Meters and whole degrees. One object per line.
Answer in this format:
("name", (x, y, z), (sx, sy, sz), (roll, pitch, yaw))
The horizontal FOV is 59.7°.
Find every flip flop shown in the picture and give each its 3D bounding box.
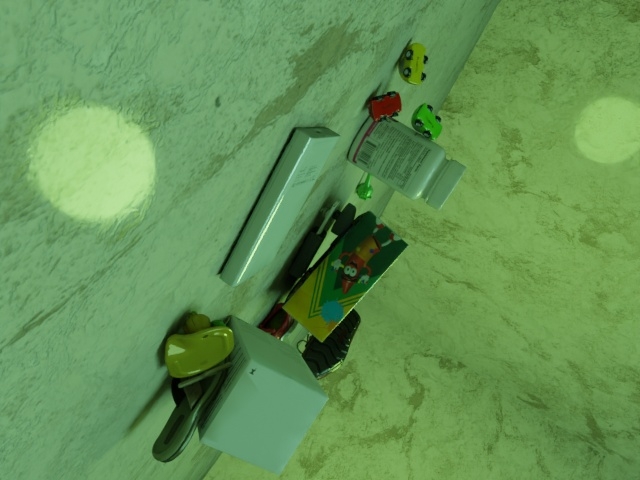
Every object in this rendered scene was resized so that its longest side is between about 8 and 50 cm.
("flip flop", (-0.272, 0.306, 1.135), (0.112, 0.080, 0.277), (-16, -140, 53))

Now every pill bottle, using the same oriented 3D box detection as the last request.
("pill bottle", (0.230, -0.209, 1.482), (0.160, 0.283, 0.160), (-56, 172, -11))

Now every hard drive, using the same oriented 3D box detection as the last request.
("hard drive", (-0.073, -0.070, 1.058), (0.308, 0.040, 0.203), (-60, 172, 18))

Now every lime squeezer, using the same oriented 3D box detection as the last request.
("lime squeezer", (0.163, -0.197, 2.031), (0.310, 0.058, 0.110), (85, 8, -75))

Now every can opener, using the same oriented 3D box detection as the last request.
("can opener", (0.000, 0.000, 1.635), (0.280, 0.093, 0.074), (-56, 174, 24))

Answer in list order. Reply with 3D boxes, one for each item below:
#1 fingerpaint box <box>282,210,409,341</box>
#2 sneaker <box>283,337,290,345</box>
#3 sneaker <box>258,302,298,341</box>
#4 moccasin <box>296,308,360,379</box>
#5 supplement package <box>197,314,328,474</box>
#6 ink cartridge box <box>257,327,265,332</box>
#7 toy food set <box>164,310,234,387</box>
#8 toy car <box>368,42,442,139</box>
("fingerpaint box", (0.066, 0.096, 1.759), (0.371, 0.163, 0.445), (-48, 180, 1))
("sneaker", (-0.136, 0.406, 1.894), (0.094, 0.080, 0.212), (-51, -153, 13))
("sneaker", (-0.181, 0.317, 1.811), (0.279, 0.107, 0.118), (-58, 154, -16))
("moccasin", (0.013, 0.350, 1.875), (0.147, 0.139, 0.380), (-44, -173, 31))
("supplement package", (-0.147, 0.332, 1.238), (0.198, 0.199, 0.262), (-58, -159, 1))
("ink cartridge box", (-0.189, 0.384, 1.642), (0.168, 0.171, 0.232), (-59, 173, 4))
("toy food set", (-0.233, 0.192, 1.038), (0.128, 0.071, 0.218), (-22, 153, -20))
("toy car", (0.227, -0.339, 1.399), (0.053, 0.225, 0.239), (14, -114, 53))
